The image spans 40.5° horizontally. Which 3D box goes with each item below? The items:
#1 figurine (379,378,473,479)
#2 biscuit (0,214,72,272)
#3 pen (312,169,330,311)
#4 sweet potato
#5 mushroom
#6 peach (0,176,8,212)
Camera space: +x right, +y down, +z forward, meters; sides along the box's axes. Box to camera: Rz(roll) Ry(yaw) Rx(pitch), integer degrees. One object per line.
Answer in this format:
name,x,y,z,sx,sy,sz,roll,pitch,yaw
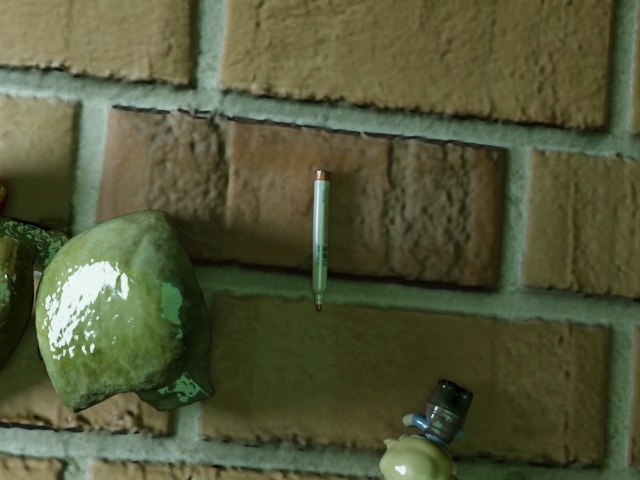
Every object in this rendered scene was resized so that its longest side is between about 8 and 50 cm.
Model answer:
figurine,0.165,0.307,1.313,0.114,0.108,0.196,30,66,-14
biscuit,-0.439,0.006,1.291,0.147,0.018,0.071,14,88,-7
pen,0.000,0.000,1.338,0.026,0.026,0.218,2,86,-6
sweet potato,-0.484,0.125,1.250,0.112,0.085,0.286,32,98,15
mushroom,-0.278,0.116,1.210,0.217,0.212,0.292,-15,96,-25
peach,-0.529,-0.061,1.238,0.151,0.118,0.151,5,115,10
